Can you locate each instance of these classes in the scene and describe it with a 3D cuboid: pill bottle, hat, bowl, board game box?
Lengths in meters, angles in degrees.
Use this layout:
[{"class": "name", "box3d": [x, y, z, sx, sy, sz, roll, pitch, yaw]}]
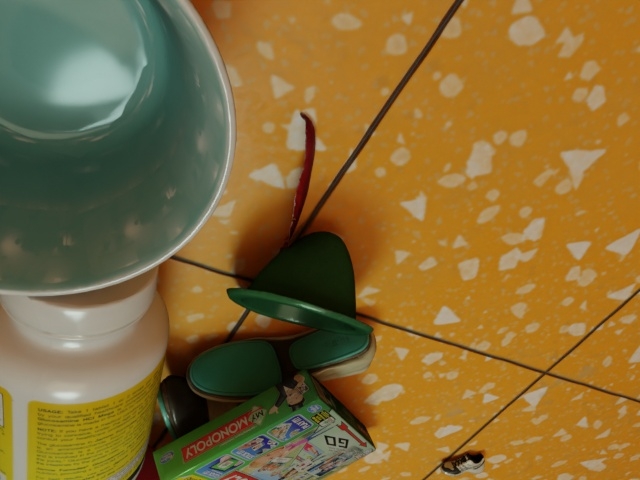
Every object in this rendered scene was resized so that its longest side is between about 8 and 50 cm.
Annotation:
[{"class": "pill bottle", "box3d": [-0.267, 0.138, 0.663, 0.188, 0.188, 0.334, 8, 128, -17]}, {"class": "hat", "box3d": [0.000, 0.000, 0.709, 0.173, 0.183, 0.208, 19, 165, -17]}, {"class": "bowl", "box3d": [-0.223, -0.124, 0.468, 0.311, 0.163, 0.311, -5, 131, -6]}, {"class": "board game box", "box3d": [-0.056, 0.292, 0.850, 0.213, 0.046, 0.317, -30, 146, 1]}]

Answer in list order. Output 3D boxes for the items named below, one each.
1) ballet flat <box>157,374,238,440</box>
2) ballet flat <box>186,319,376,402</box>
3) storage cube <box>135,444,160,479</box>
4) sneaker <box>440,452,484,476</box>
[{"class": "ballet flat", "box3d": [-0.160, 0.262, 0.861, 0.096, 0.095, 0.280, -13, 142, -13]}, {"class": "ballet flat", "box3d": [-0.047, 0.167, 0.808, 0.248, 0.086, 0.086, -10, 131, -4]}, {"class": "storage cube", "box3d": [-0.284, 0.403, 0.813, 0.183, 0.215, 0.193, -28, 114, 26]}, {"class": "sneaker", "box3d": [0.253, 0.395, 1.090, 0.083, 0.032, 0.037, -3, 117, -15]}]
